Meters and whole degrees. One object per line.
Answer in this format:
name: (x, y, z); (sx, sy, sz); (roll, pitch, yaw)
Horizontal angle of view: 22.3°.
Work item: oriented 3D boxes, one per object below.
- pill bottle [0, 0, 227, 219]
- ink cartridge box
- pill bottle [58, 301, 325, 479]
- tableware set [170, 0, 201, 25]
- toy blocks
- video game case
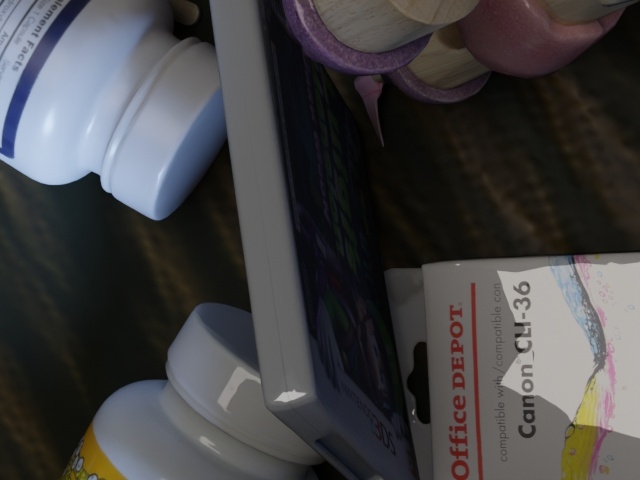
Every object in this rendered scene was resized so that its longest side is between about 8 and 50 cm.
pill bottle: (-0.134, -0.092, 0.766); (0.187, 0.112, 0.112); (31, 101, 7)
ink cartridge box: (0.110, 0.063, 0.694); (0.198, 0.067, 0.115); (-3, 89, 22)
pill bottle: (-0.070, 0.138, 0.740); (0.117, 0.117, 0.208); (34, 102, 19)
tableware set: (-0.130, -0.194, 0.810); (0.194, 0.039, 0.128); (21, 97, 21)
toy blocks: (0.029, -0.191, 0.638); (0.260, 0.309, 0.288); (-13, 93, 63)
video game case: (0.000, 0.000, 0.657); (0.022, 0.173, 0.190); (-14, 66, 11)
